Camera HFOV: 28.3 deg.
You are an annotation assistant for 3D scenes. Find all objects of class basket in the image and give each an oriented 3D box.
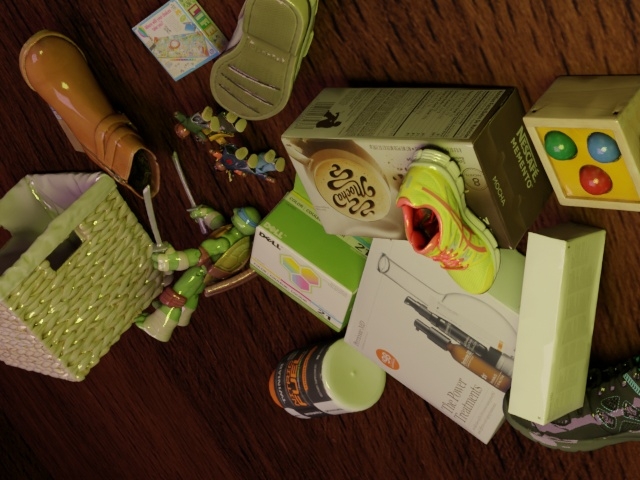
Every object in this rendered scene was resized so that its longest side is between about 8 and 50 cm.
[{"bbox_3d":[-0.523,0.065,2.444,0.331,0.328,0.266,4,135,48],"label":"basket"}]

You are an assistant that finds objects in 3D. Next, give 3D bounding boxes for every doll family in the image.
[{"bbox_3d":[-0.142,-0.143,1.950,0.193,0.076,0.111,49,146,-18],"label":"doll family"}]

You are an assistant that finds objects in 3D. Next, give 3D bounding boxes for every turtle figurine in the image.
[{"bbox_3d":[-0.237,0.014,2.128,0.274,0.266,0.198,22,-158,-26],"label":"turtle figurine"}]

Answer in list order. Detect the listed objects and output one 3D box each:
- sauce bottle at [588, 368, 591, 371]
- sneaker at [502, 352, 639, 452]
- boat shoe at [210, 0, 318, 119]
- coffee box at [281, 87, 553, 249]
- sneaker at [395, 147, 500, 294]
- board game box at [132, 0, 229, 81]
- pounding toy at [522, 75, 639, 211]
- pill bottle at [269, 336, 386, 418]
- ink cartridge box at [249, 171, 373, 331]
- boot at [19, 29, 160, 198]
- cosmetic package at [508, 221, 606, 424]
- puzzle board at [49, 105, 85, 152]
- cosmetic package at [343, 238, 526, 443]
[{"bbox_3d":[0.390,0.212,1.805,0.128,0.042,0.042,42,152,6],"label":"sauce bottle"},{"bbox_3d":[0.404,0.201,1.678,0.340,0.125,0.140,1,122,25],"label":"sneaker"},{"bbox_3d":[-0.060,-0.262,1.655,0.113,0.103,0.302,31,151,-5],"label":"boat shoe"},{"bbox_3d":[0.121,-0.096,1.610,0.297,0.119,0.168,6,134,39],"label":"coffee box"},{"bbox_3d":[0.142,-0.004,1.506,0.081,0.094,0.208,-2,132,41],"label":"sneaker"},{"bbox_3d":[-0.205,-0.299,1.863,0.103,0.026,0.154,50,151,-15],"label":"board game box"},{"bbox_3d":[0.352,-0.081,1.397,0.206,0.094,0.181,8,136,47],"label":"pounding toy"},{"bbox_3d":[0.001,0.246,2.241,0.130,0.130,0.245,49,151,-11],"label":"pill bottle"},{"bbox_3d":[0.000,0.000,1.942,0.188,0.097,0.255,36,152,12],"label":"ink cartridge box"},{"bbox_3d":[-0.368,-0.197,2.064,0.220,0.109,0.283,44,162,34],"label":"boot"},{"bbox_3d":[0.295,0.102,1.597,0.060,0.099,0.239,16,109,37],"label":"cosmetic package"},{"bbox_3d":[-0.440,-0.209,2.295,0.096,0.011,0.128,14,140,43],"label":"puzzle board"},{"bbox_3d":[0.193,0.117,1.866,0.284,0.097,0.377,37,151,15],"label":"cosmetic package"}]
